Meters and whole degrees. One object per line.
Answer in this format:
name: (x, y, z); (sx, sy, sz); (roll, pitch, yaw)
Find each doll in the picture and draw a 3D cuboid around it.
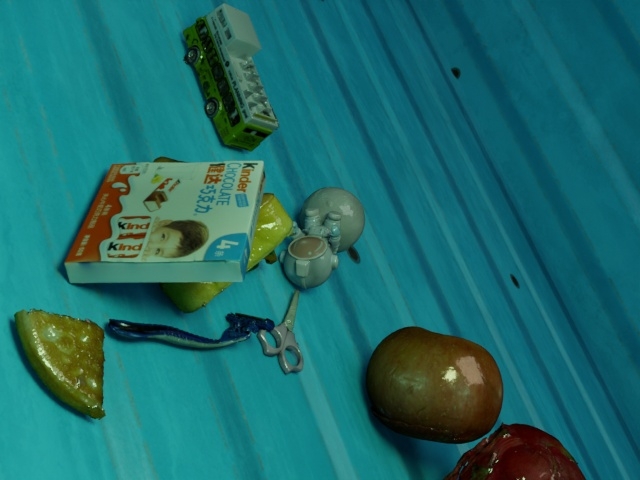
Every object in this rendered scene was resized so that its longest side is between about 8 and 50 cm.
doll: (0.000, 0.000, 1.877); (0.151, 0.151, 0.287); (49, 34, -14)

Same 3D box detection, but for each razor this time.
razor: (-0.211, 0.148, 1.444); (0.324, 0.093, 0.056); (5, 92, -53)

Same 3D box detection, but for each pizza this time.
pizza: (-0.342, 0.152, 1.224); (0.178, 0.041, 0.131); (48, 30, -17)

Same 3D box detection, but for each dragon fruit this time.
dragon fruit: (0.384, 0.520, 1.777); (0.302, 0.295, 0.295); (61, 27, 11)

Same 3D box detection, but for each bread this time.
bread: (-0.159, 0.013, 1.494); (0.094, 0.245, 0.102); (52, -10, -16)

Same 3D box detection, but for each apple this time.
apple: (0.228, 0.281, 1.783); (0.251, 0.272, 0.206); (7, 93, -33)

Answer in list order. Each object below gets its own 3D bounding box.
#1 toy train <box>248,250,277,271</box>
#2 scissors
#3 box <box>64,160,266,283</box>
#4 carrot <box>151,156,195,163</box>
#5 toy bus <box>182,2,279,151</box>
toy train: (-0.140, -0.015, 1.644); (0.227, 0.136, 0.091); (13, 50, -52)
scissors: (-0.063, 0.161, 1.706); (0.110, 0.021, 0.212); (43, 29, -19)
box: (-0.230, -0.034, 1.403); (0.273, 0.265, 0.048); (-84, 172, -53)
carrot: (-0.236, -0.120, 1.706); (0.057, 0.057, 0.224); (63, 21, 12)
toy bus: (-0.186, -0.348, 1.928); (0.113, 0.139, 0.302); (8, 55, -54)
